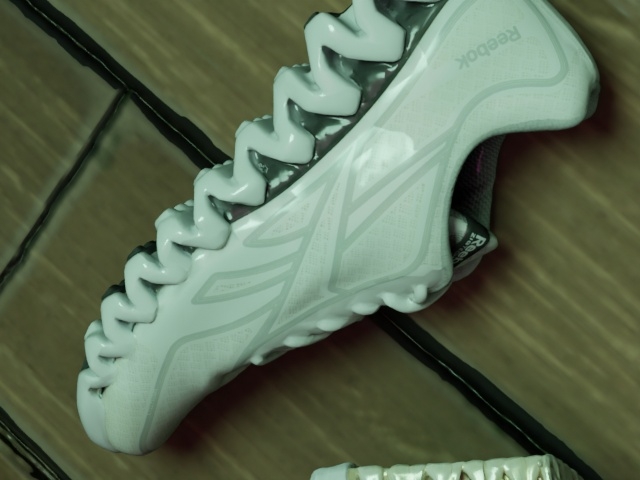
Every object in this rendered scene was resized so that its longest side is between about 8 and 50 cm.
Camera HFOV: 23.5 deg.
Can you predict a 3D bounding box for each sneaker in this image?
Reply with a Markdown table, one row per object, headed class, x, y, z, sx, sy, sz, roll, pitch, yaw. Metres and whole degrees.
| class | x | y | z | sx | sy | sz | roll | pitch | yaw |
| --- | --- | --- | --- | --- | --- | --- | --- | --- | --- |
| sneaker | 0.000 | 0.000 | 0.665 | 0.118 | 0.110 | 0.292 | 40 | 111 | 2 |

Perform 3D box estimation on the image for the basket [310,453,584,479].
| class | x | y | z | sx | sy | sz | roll | pitch | yaw |
| --- | --- | --- | --- | --- | --- | --- | --- | --- | --- |
| basket | 0.065 | 0.175 | 0.633 | 0.103 | 0.113 | 0.167 | -10 | 72 | 16 |
